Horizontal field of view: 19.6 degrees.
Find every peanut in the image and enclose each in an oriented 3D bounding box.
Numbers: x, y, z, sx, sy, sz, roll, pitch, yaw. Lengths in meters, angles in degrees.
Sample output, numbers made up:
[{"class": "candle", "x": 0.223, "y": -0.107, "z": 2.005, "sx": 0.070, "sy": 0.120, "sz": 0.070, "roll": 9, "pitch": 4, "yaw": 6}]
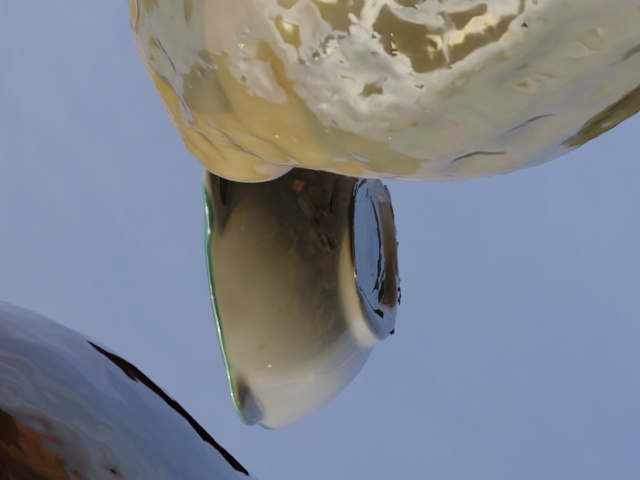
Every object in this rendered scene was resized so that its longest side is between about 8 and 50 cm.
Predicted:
[{"class": "peanut", "x": 0.052, "y": -0.080, "z": 0.362, "sx": 0.123, "sy": 0.257, "sz": 0.123, "roll": 13, "pitch": -109, "yaw": -41}]

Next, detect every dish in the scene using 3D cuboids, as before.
[{"class": "dish", "x": 0.000, "y": 0.000, "z": 1.112, "sx": 0.224, "sy": 0.078, "sz": 0.246, "roll": 65, "pitch": -155, "yaw": -47}]

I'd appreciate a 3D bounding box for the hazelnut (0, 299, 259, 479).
[{"class": "hazelnut", "x": -0.134, "y": 0.195, "z": 0.658, "sx": 0.409, "sy": 0.359, "sz": 0.359, "roll": 54, "pitch": -135, "yaw": -52}]
